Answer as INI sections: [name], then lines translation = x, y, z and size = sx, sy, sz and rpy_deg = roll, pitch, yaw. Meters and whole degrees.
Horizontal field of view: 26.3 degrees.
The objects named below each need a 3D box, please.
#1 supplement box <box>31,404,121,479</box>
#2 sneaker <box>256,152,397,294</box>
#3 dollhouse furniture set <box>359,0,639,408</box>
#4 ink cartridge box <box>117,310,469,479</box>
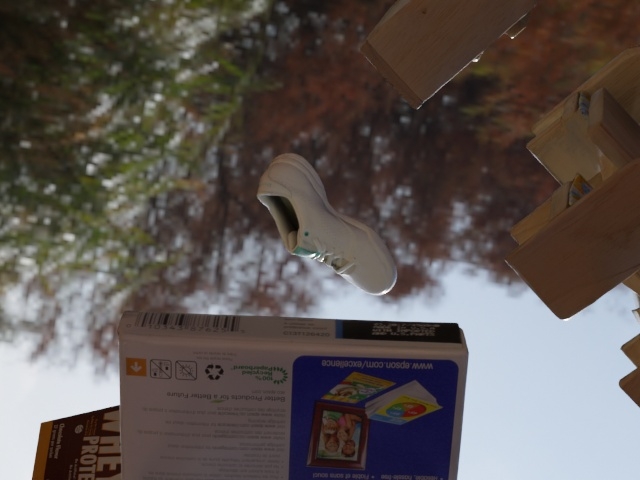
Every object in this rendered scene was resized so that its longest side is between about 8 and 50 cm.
[supplement box]
translation = -0.210, 0.296, 1.630
size = 0.191, 0.194, 0.129
rpy_deg = 54, 29, -46
[sneaker]
translation = 0.000, 0.000, 1.626
size = 0.080, 0.212, 0.094
rpy_deg = -35, -166, 38
[dollhouse furniture set]
translation = 0.268, -0.114, 1.128
size = 0.256, 0.394, 0.362
rpy_deg = -40, -172, 23
[ink cartridge box]
translation = -0.029, 0.215, 1.244
size = 0.072, 0.304, 0.307
rpy_deg = -92, -175, -65
